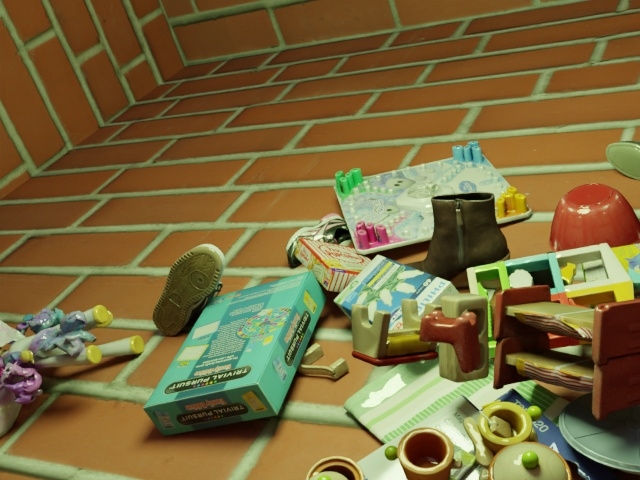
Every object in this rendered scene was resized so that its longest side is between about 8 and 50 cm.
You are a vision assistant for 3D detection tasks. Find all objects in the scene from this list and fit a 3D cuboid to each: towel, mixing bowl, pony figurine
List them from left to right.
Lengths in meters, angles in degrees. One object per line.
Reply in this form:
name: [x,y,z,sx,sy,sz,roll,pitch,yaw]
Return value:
pony figurine: [-0.601,0.241,1.672,0.363,0.303,0.351,-16,-5,14]
towel: [0.163,0.302,1.078,0.083,0.009,0.060,-36,39,-27]
towel: [0.217,0.268,1.294,0.248,0.038,0.325,-30,30,-19]
mixing bowl: [0.534,-0.049,1.601,0.181,0.098,0.181,-16,28,9]

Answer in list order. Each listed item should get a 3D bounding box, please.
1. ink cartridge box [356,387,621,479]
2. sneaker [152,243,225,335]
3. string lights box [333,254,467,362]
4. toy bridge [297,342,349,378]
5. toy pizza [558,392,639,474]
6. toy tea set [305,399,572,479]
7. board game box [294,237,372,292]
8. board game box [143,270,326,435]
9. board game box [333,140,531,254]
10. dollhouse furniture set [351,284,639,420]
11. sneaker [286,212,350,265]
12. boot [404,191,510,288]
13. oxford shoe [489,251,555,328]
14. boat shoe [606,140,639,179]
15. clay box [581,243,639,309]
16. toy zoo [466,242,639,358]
ink cartridge box: [0.228,0.347,1.060,0.330,0.071,0.324,-30,38,-16]
sneaker: [-0.259,0.077,1.758,0.282,0.099,0.153,-52,-3,39]
string lights box: [0.145,0.119,1.496,0.133,0.077,0.260,-46,24,-11]
toy bridge: [-0.025,0.222,1.544,0.063,0.026,0.188,-34,30,-23]
toy pizza: [0.434,0.267,1.124,0.201,0.032,0.201,-4,20,1]
toy tea set: [0.144,0.288,0.988,0.336,0.124,0.200,-17,40,-8]
board game box: [0.047,0.058,1.695,0.147,0.045,0.193,10,16,-27]
board game box: [-0.153,0.210,1.554,0.254,0.079,0.336,-16,27,27]
board game box: [0.242,-0.114,1.906,0.390,0.050,0.390,-13,27,-1]
dollhouse furniture set: [0.249,0.157,1.100,0.374,0.152,0.201,-3,5,-30]
sneaker: [0.000,0.000,1.889,0.178,0.072,0.077,-38,43,-22]
boot: [0.240,0.001,1.579,0.248,0.207,0.090,-3,31,28]
oxford shoe: [0.366,0.086,1.496,0.212,0.076,0.076,-38,24,-31]
boat shoe: [0.721,-0.170,1.726,0.069,0.081,0.228,-32,37,-28]
clay box: [0.579,0.057,1.426,0.222,0.053,0.127,-9,32,16]
toy zoo: [0.406,0.097,1.378,0.293,0.030,0.192,-11,42,12]
